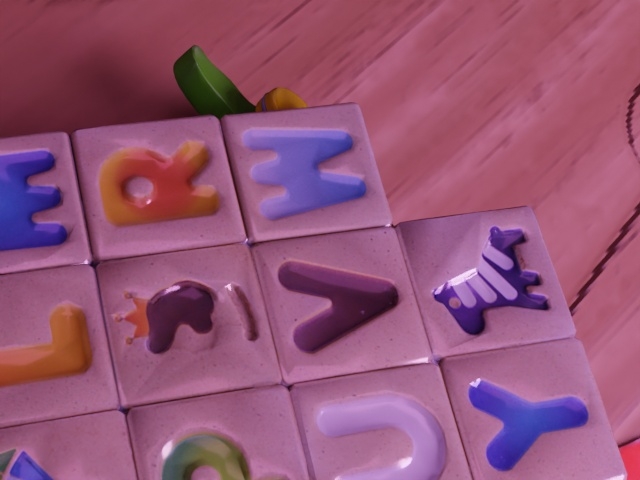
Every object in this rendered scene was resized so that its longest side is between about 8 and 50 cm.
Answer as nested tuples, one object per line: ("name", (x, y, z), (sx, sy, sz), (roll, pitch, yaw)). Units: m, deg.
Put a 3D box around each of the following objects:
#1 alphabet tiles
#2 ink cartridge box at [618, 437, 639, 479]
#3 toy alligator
("alphabet tiles", (-0.061, 0.083, 0.452), (0.342, 0.011, 0.285), (-7, 64, -15))
("ink cartridge box", (0.124, 0.228, 0.483), (0.385, 0.091, 0.308), (-18, 74, -17))
("toy alligator", (0.000, 0.000, 0.565), (0.190, 0.056, 0.051), (58, 28, 11))
